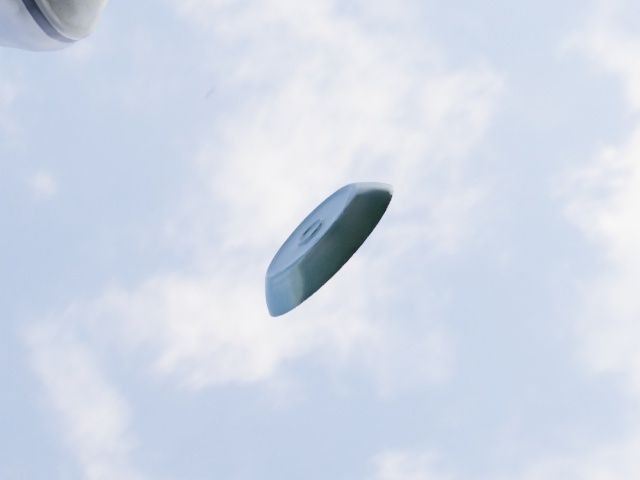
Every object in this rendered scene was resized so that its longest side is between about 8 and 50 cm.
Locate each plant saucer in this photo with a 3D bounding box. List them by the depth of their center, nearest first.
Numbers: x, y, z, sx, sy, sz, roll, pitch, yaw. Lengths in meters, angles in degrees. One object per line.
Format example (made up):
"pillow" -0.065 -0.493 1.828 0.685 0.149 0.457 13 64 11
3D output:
"plant saucer" 0.000 0.000 1.309 0.021 0.119 0.119 43 -111 -12

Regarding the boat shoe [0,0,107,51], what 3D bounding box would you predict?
"boat shoe" -0.086 -0.249 0.777 0.156 0.136 0.367 1 -65 12
